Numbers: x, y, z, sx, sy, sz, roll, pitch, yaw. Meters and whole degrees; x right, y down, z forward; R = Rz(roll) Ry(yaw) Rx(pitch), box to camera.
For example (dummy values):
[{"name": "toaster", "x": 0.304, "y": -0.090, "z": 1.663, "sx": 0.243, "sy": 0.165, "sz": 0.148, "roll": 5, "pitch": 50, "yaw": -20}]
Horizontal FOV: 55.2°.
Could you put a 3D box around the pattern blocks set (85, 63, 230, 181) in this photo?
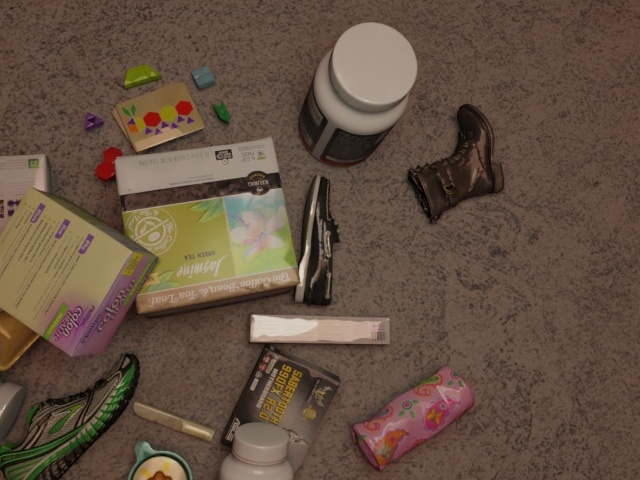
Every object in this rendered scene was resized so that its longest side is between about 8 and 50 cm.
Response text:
[{"name": "pattern blocks set", "x": -0.379, "y": -0.285, "z": 1.427, "sx": 0.324, "sy": 0.026, "sz": 0.285, "roll": -15, "pitch": 74, "yaw": -11}]

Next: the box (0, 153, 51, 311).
[{"name": "box", "x": -0.669, "y": -0.011, "z": 1.245, "sx": 0.232, "sy": 0.058, "sz": 0.322, "roll": -4, "pitch": 79, "yaw": -11}]

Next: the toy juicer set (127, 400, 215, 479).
[{"name": "toy juicer set", "x": -0.297, "y": 0.505, "z": 1.280, "sx": 0.209, "sy": 0.089, "sz": 0.329, "roll": 2, "pitch": 79, "yaw": -10}]

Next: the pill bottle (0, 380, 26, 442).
[{"name": "pill bottle", "x": -0.739, "y": 0.304, "z": 1.206, "sx": 0.264, "sy": 0.153, "sz": 0.153, "roll": 21, "pitch": 77, "yaw": -6}]

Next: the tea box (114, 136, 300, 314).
[{"name": "tea box", "x": -0.241, "y": -0.019, "z": 1.318, "sx": 0.329, "sy": 0.220, "sz": 0.324, "roll": -11, "pitch": 82, "yaw": -12}]

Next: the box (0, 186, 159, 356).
[{"name": "box", "x": -0.467, "y": 0.057, "z": 1.131, "sx": 0.243, "sy": 0.117, "sz": 0.214, "roll": 30, "pitch": 89, "yaw": 12}]

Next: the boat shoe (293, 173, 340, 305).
[{"name": "boat shoe", "x": 0.000, "y": 0.000, "z": 1.420, "sx": 0.091, "sy": 0.114, "sz": 0.303, "roll": 8, "pitch": 90, "yaw": -8}]

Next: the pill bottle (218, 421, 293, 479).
[{"name": "pill bottle", "x": -0.136, "y": 0.519, "z": 1.237, "sx": 0.152, "sy": 0.152, "sz": 0.272, "roll": 6, "pitch": 97, "yaw": -9}]

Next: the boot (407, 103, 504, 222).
[{"name": "boot", "x": 0.321, "y": -0.195, "z": 1.517, "sx": 0.229, "sy": 0.091, "sz": 0.263, "roll": -17, "pitch": 85, "yaw": -13}]

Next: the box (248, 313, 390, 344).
[{"name": "box", "x": -0.002, "y": 0.205, "z": 1.400, "sx": 0.323, "sy": 0.063, "sz": 0.067, "roll": 2, "pitch": 78, "yaw": -10}]

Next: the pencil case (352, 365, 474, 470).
[{"name": "pencil case", "x": 0.210, "y": 0.395, "z": 1.380, "sx": 0.284, "sy": 0.124, "sz": 0.124, "roll": -30, "pitch": 86, "yaw": -15}]

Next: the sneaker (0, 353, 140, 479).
[{"name": "sneaker", "x": -0.509, "y": 0.358, "z": 1.247, "sx": 0.146, "sy": 0.134, "sz": 0.343, "roll": 44, "pitch": 76, "yaw": 1}]

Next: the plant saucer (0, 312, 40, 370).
[{"name": "plant saucer", "x": -0.666, "y": 0.047, "z": 1.303, "sx": 0.333, "sy": 0.081, "sz": 0.333, "roll": 41, "pitch": 76, "yaw": -1}]

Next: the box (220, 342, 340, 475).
[{"name": "box", "x": -0.087, "y": 0.367, "z": 1.330, "sx": 0.183, "sy": 0.056, "sz": 0.231, "roll": 26, "pitch": 93, "yaw": -4}]

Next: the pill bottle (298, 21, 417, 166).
[{"name": "pill bottle", "x": 0.076, "y": -0.310, "z": 1.354, "sx": 0.210, "sy": 0.363, "sz": 0.210, "roll": 2, "pitch": 80, "yaw": -10}]
